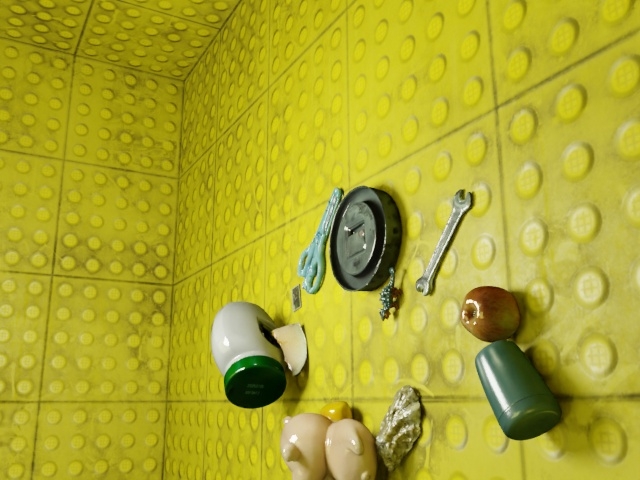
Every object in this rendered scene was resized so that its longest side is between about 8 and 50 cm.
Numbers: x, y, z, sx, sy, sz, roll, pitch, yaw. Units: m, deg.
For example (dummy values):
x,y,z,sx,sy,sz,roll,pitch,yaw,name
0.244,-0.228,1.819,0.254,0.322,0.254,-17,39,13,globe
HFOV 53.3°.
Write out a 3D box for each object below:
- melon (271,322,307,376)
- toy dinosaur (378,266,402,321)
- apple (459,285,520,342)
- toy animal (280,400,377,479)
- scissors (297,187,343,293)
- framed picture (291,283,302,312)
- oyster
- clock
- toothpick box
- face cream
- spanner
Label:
x,y,z,sx,sy,sz,roll,pitch,yaw,name
-0.090,0.376,2.197,0.182,0.098,0.054,62,150,24,melon
0.190,0.149,1.758,0.049,0.055,0.154,-159,76,-65,toy dinosaur
0.365,0.158,1.375,0.126,0.102,0.126,-21,66,58,apple
0.000,0.610,1.764,0.345,0.247,0.277,-159,74,-71,toy animal
-0.001,0.000,2.173,0.180,0.032,0.392,52,128,53,scissors
-0.087,0.209,2.311,0.066,0.007,0.089,-38,51,53,framed picture
0.195,0.476,1.651,0.133,0.072,0.209,50,125,51,oyster
0.128,-0.002,1.899,0.319,0.066,0.318,-26,60,57,clock
0.389,0.295,1.283,0.120,0.120,0.184,-62,30,33,toothpick box
-0.250,0.393,2.254,0.219,0.312,0.357,-39,34,14,face cream
0.311,0.009,1.606,0.071,0.018,0.301,51,126,54,spanner
